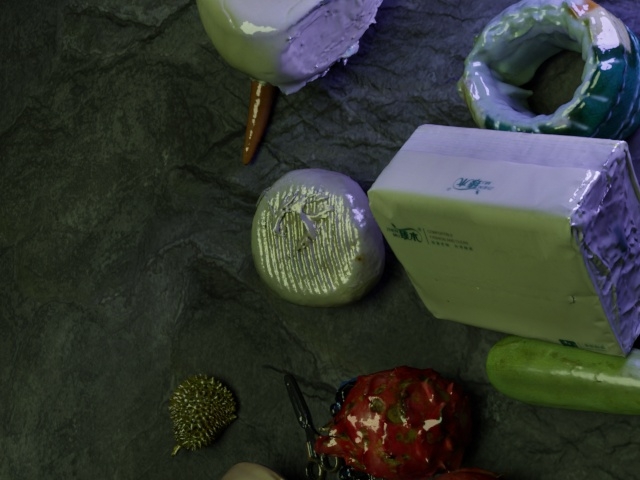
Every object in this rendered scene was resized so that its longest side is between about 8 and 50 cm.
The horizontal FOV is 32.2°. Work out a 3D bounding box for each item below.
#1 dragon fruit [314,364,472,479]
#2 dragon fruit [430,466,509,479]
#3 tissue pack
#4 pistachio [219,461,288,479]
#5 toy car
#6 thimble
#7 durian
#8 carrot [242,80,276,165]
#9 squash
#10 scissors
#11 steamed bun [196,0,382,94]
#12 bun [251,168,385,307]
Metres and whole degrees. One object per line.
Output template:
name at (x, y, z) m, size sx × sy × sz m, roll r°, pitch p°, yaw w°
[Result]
dragon fruit at (0.122, 0.310, 1.858) m, size 0.268 × 0.205 × 0.210 m, roll -15°, pitch 38°, yaw 7°
dragon fruit at (0.228, 0.478, 1.742) m, size 0.252 × 0.241 × 0.240 m, roll -24°, pitch 68°, yaw 52°
tissue pack at (0.299, -0.007, 1.687) m, size 0.380 × 0.297 × 0.207 m, roll 9°, pitch 50°, yaw 44°
pistachio at (-0.084, 0.537, 2.042) m, size 0.299 × 0.187 × 0.187 m, roll 42°, pitch 112°, yaw 28°
toy car at (0.079, 0.352, 2.000) m, size 0.103 × 0.063 × 0.216 m, roll -25°, pitch 63°, yaw 37°
thimble at (0.365, -0.251, 1.753) m, size 0.288 × 0.167 × 0.254 m, roll -4°, pitch 80°, yaw 41°
durian at (-0.271, 0.367, 2.293) m, size 0.146 × 0.102 × 0.208 m, roll 47°, pitch 119°, yaw 29°
carrot at (-0.117, -0.316, 2.269) m, size 0.069 × 0.069 × 0.335 m, roll 18°, pitch 99°, yaw 42°
squash at (0.418, 0.202, 1.681) m, size 0.371 × 0.118 × 0.118 m, roll 2°, pitch 86°, yaw 41°
scissors at (-0.026, 0.353, 2.127) m, size 0.088 × 0.017 × 0.220 m, roll -41°, pitch 58°, yaw 31°
steamed bun at (-0.063, -0.452, 2.111) m, size 0.334 × 0.233 × 0.312 m, roll -28°, pitch 60°, yaw -9°
bun at (0.003, -0.004, 2.053) m, size 0.273 × 0.168 × 0.272 m, roll 1°, pitch 91°, yaw 31°
